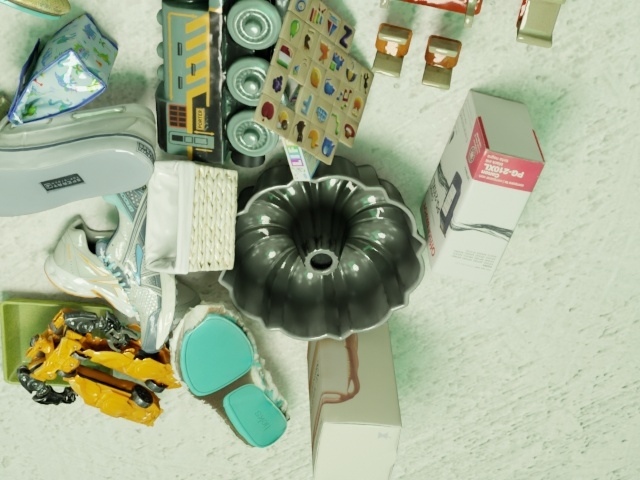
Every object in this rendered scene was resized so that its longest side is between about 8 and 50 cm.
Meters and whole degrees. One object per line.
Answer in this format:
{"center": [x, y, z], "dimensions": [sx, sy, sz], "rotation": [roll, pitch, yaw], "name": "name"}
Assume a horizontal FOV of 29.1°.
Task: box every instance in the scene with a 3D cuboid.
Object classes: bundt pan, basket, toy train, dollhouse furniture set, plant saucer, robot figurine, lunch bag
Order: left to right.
{"center": [-0.377, -0.237, 1.760], "dimensions": [0.151, 0.128, 0.096], "rotation": [-31, 117, 22], "name": "lunch bag"}
{"center": [-0.448, 0.168, 2.112], "dimensions": [0.188, 0.045, 0.188], "rotation": [4, 126, -5], "name": "plant saucer"}
{"center": [-0.361, 0.209, 2.060], "dimensions": [0.291, 0.085, 0.211], "rotation": [29, 113, -35], "name": "robot figurine"}
{"center": [-0.191, -0.035, 1.839], "dimensions": [0.103, 0.113, 0.167], "rotation": [1, 92, -33], "name": "basket"}
{"center": [-0.143, -0.255, 1.760], "dimensions": [0.190, 0.142, 0.333], "rotation": [6, 126, 5], "name": "toy train"}
{"center": [0.000, 0.000, 1.957], "dimensions": [0.331, 0.124, 0.330], "rotation": [-1, 126, -2], "name": "bundt pan"}
{"center": [0.210, -0.355, 1.724], "dimensions": [0.259, 0.135, 0.262], "rotation": [13, 126, 2], "name": "dollhouse furniture set"}

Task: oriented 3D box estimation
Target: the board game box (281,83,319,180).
{"center": [-0.016, -0.174, 1.808], "dimensions": [0.026, 0.154, 0.103], "rotation": [0, 129, 22], "name": "board game box"}

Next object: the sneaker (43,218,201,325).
{"center": [-0.309, 0.050, 2.002], "dimensions": [0.262, 0.099, 0.121], "rotation": [20, 119, -18], "name": "sneaker"}

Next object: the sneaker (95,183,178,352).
{"center": [-0.291, 0.037, 1.928], "dimensions": [0.122, 0.110, 0.283], "rotation": [-3, 92, -14], "name": "sneaker"}

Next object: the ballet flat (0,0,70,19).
{"center": [-0.496, -0.400, 1.651], "dimensions": [0.349, 0.123, 0.123], "rotation": [17, 124, -14], "name": "ballet flat"}

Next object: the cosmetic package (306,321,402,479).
{"center": [0.050, 0.248, 2.036], "dimensions": [0.129, 0.296, 0.153], "rotation": [4, 126, -7], "name": "cosmetic package"}

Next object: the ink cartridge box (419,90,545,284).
{"center": [0.241, -0.079, 1.878], "dimensions": [0.100, 0.172, 0.237], "rotation": [12, 126, -11], "name": "ink cartridge box"}

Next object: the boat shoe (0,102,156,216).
{"center": [-0.409, -0.144, 1.817], "dimensions": [0.367, 0.156, 0.136], "rotation": [-10, 142, 19], "name": "boat shoe"}

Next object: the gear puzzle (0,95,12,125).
{"center": [-0.557, -0.192, 1.843], "dimensions": [0.175, 0.044, 0.339], "rotation": [-32, 126, 9], "name": "gear puzzle"}

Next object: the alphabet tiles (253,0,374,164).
{"center": [0.001, -0.224, 1.747], "dimensions": [0.009, 0.198, 0.237], "rotation": [12, 172, 34], "name": "alphabet tiles"}

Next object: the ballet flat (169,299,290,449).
{"center": [-0.169, 0.211, 2.063], "dimensions": [0.147, 0.147, 0.409], "rotation": [-13, 140, 7], "name": "ballet flat"}
